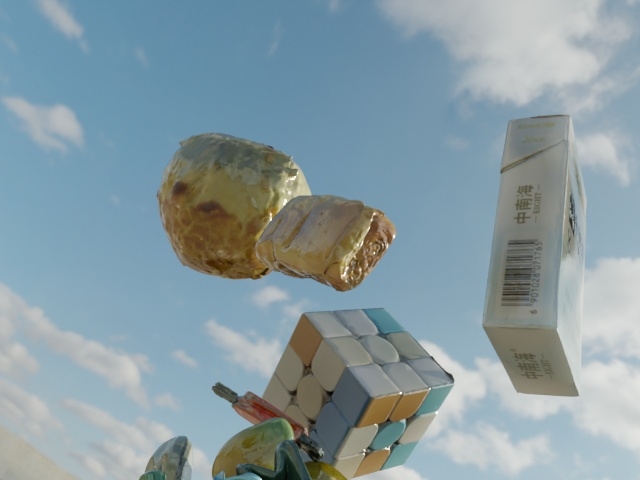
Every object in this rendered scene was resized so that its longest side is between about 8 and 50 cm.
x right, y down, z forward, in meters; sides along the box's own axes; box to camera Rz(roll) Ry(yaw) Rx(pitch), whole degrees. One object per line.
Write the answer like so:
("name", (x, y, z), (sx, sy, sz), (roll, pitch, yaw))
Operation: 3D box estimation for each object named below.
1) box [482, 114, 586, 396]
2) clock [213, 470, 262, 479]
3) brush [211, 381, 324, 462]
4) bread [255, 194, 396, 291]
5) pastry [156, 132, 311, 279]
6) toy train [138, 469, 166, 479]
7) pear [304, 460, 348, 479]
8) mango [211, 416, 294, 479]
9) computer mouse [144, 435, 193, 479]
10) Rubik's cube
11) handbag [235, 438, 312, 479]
("box", (0.222, 0.014, 0.667), (0.067, 0.242, 0.155), (-1, -35, 27))
("clock", (-0.100, 0.322, 0.769), (0.147, 0.108, 0.045), (30, -30, 40))
("brush", (-0.124, 0.408, 1.539), (0.324, 0.051, 0.070), (25, -32, 25))
("bread", (0.000, 0.000, 0.535), (0.053, 0.074, 0.132), (42, -14, -27))
("pastry", (-0.155, -0.070, 1.102), (0.256, 0.236, 0.170), (18, -21, 5))
("toy train", (-0.340, 0.608, 1.198), (0.238, 0.368, 0.150), (-12, -40, -6))
("pear", (-0.015, 0.599, 1.488), (0.228, 0.188, 0.211), (50, 1, -22))
("mango", (-0.135, 0.449, 1.382), (0.130, 0.194, 0.091), (39, -28, 10))
("computer mouse", (-0.348, 0.592, 1.454), (0.095, 0.330, 0.197), (21, -28, -18))
("Rubik's cube", (0.098, 0.426, 1.878), (0.347, 0.347, 0.344), (47, -59, 41))
("handbag", (-0.045, 0.474, 0.995), (0.238, 0.090, 0.326), (53, -31, 36))
